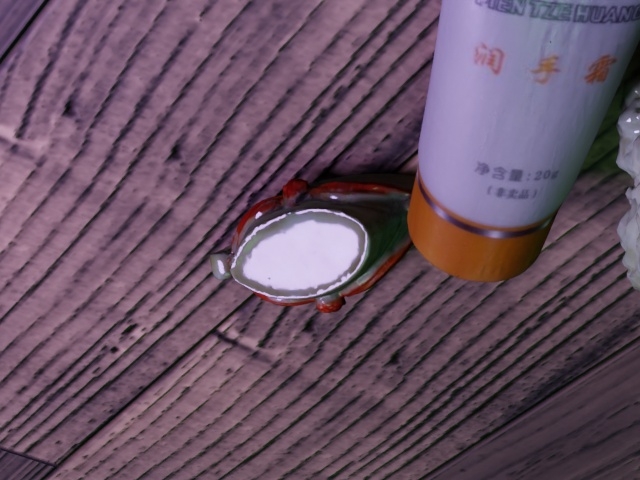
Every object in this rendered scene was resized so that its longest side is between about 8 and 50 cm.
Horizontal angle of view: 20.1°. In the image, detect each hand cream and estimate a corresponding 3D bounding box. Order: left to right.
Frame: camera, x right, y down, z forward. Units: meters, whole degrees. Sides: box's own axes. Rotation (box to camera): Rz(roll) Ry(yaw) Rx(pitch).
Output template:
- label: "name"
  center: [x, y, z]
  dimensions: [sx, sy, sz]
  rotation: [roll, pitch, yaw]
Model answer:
- label: "hand cream"
  center: [0.121, -0.108, 0.984]
  dimensions: [0.140, 0.089, 0.314]
  rotation: [3, 137, -4]

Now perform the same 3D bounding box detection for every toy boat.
- label: "toy boat"
  center: [0.000, 0.000, 1.148]
  dimensions: [0.185, 0.071, 0.089]
  rotation: [-16, 98, 25]

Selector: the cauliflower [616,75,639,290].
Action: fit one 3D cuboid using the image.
- label: "cauliflower"
  center: [0.288, -0.035, 0.976]
  dimensions: [0.260, 0.281, 0.327]
  rotation: [7, 178, 35]
